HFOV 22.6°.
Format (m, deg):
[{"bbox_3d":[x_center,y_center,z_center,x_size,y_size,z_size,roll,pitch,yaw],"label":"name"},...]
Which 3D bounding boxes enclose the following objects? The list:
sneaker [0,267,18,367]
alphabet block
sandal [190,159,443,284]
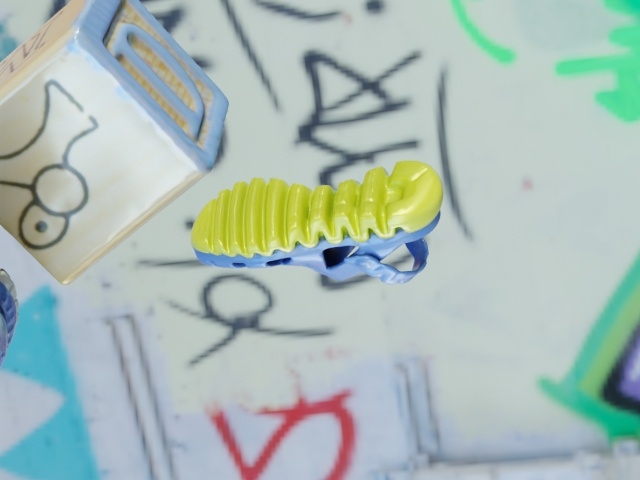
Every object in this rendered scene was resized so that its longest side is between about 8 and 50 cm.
[{"bbox_3d":[-0.349,0.069,1.400,0.330,0.129,0.147,83,-172,-65],"label":"sneaker"},{"bbox_3d":[-0.227,-0.111,1.561,0.192,0.197,0.193,48,-161,-17],"label":"alphabet block"},{"bbox_3d":[0.000,0.000,1.875,0.138,0.317,0.126,67,-152,-44],"label":"sandal"}]
